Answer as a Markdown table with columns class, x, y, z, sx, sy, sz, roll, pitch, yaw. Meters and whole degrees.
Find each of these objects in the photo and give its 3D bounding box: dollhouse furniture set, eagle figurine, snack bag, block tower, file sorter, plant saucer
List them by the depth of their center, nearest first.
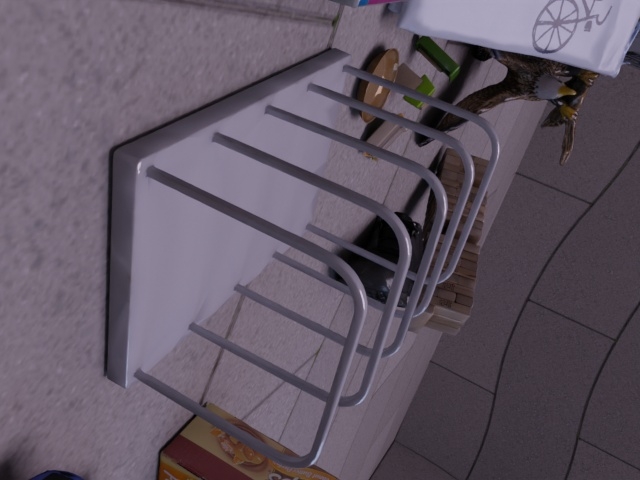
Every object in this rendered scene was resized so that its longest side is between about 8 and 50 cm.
| class | x | y | z | sx | sy | sz | roll | pitch | yaw |
| --- | --- | --- | --- | --- | --- | --- | --- | --- | --- |
| file sorter | 0.000 | 0.000 | 0.513 | 0.278 | 0.173 | 0.192 | -42 | 152 | -50 |
| snack bag | 0.258 | -0.348 | 0.682 | 0.343 | 0.037 | 0.322 | 2 | 118 | -30 |
| plant saucer | 0.058 | -0.166 | 0.711 | 0.083 | 0.015 | 0.083 | -54 | 161 | -28 |
| dollhouse furniture set | 0.093 | -0.168 | 0.800 | 0.151 | 0.058 | 0.076 | -46 | 173 | 9 |
| eagle figurine | 0.299 | -0.252 | 1.039 | 0.225 | 0.299 | 0.226 | 153 | -62 | -67 |
| block tower | 0.224 | 0.003 | 1.161 | 0.091 | 0.097 | 0.335 | 106 | 2 | -60 |

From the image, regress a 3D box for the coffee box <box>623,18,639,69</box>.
| class | x | y | z | sx | sy | sz | roll | pitch | yaw |
| --- | --- | --- | --- | --- | --- | --- | --- | --- | --- |
| coffee box | 0.592 | -0.467 | 1.074 | 0.337 | 0.335 | 0.338 | -71 | -157 | 14 |

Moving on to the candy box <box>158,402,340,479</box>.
| class | x | y | z | sx | sy | sz | roll | pitch | yaw |
| --- | --- | --- | --- | --- | --- | --- | --- | --- | --- |
| candy box | -0.089 | 0.347 | 0.736 | 0.087 | 0.183 | 0.316 | -43 | 154 | -51 |

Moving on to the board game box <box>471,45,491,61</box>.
| class | x | y | z | sx | sy | sz | roll | pitch | yaw |
| --- | --- | --- | --- | --- | --- | --- | --- | --- | --- |
| board game box | 0.308 | -0.393 | 1.102 | 0.126 | 0.026 | 0.186 | -38 | 149 | -56 |

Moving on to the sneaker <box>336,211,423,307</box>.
| class | x | y | z | sx | sy | sz | roll | pitch | yaw |
| --- | --- | --- | --- | --- | --- | --- | --- | --- | --- |
| sneaker | 0.098 | 0.021 | 0.991 | 0.286 | 0.109 | 0.130 | -19 | 127 | -79 |

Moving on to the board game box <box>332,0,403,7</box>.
| class | x | y | z | sx | sy | sz | roll | pitch | yaw |
| --- | --- | --- | --- | --- | --- | --- | --- | --- | --- |
| board game box | 0.070 | -0.282 | 0.442 | 0.303 | 0.098 | 0.223 | -37 | 148 | -56 |

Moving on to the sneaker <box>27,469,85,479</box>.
| class | x | y | z | sx | sy | sz | roll | pitch | yaw |
| --- | --- | --- | --- | --- | --- | --- | --- | --- | --- |
| sneaker | -0.177 | 0.214 | 0.492 | 0.221 | 0.083 | 0.087 | 105 | 6 | -49 |
